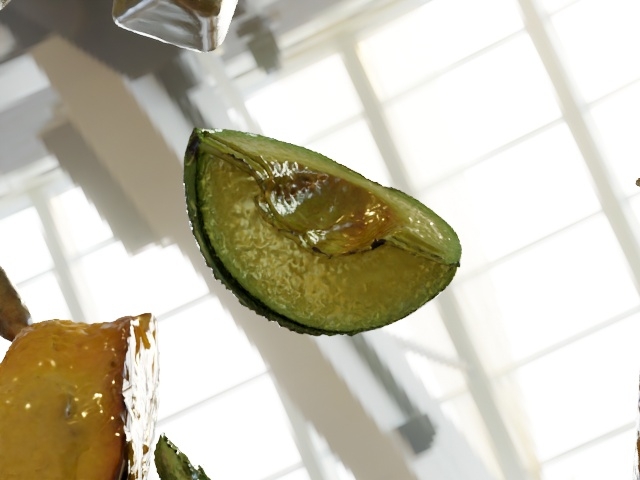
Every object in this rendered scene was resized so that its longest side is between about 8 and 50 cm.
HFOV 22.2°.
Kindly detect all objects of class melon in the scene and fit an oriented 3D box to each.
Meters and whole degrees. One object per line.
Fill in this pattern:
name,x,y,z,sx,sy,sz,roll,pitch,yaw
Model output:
melon,0.000,0.000,1.486,0.129,0.265,0.169,-67,-10,16

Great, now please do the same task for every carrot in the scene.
carrot,-0.357,0.024,1.619,0.078,0.298,0.078,-35,-30,-24

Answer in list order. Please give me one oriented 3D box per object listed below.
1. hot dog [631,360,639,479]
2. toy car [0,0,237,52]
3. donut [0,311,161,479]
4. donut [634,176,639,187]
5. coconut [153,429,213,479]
hot dog,0.382,0.223,1.428,0.223,0.405,0.185,6,30,15
toy car,-0.048,-0.177,0.421,0.226,0.242,0.336,23,-11,-23
donut,-0.136,0.158,0.892,0.118,0.253,0.253,13,-10,-2
donut,0.273,-0.087,1.051,0.117,0.166,0.065,11,26,16
coconut,-0.013,0.154,0.828,0.158,0.055,0.133,15,-23,12
